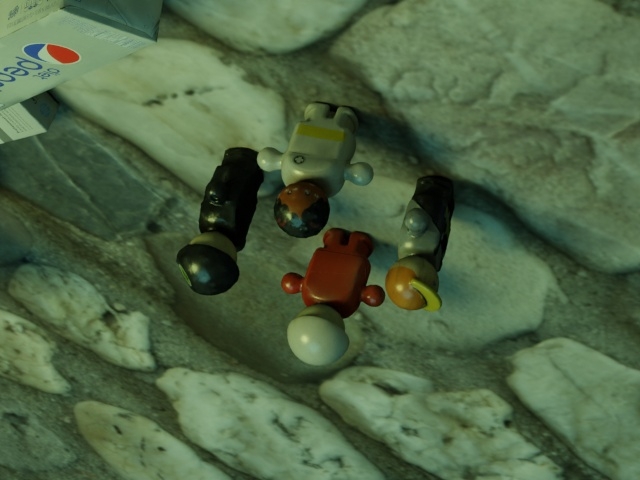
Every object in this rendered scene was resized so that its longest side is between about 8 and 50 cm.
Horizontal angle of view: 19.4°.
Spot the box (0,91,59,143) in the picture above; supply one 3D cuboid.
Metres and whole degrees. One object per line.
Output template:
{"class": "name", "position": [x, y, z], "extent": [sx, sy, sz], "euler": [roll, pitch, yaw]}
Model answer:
{"class": "box", "position": [-0.363, -0.144, 1.764], "extent": [0.186, 0.038, 0.145], "euler": [-9, 136, 35]}

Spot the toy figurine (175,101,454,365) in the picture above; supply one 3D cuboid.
{"class": "toy figurine", "position": [0.000, 0.000, 1.701], "extent": [0.213, 0.148, 0.209], "euler": [38, 141, -25]}

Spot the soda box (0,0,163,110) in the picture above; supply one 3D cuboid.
{"class": "soda box", "position": [-0.237, -0.187, 1.537], "extent": [0.091, 0.098, 0.286], "euler": [16, 162, -34]}
